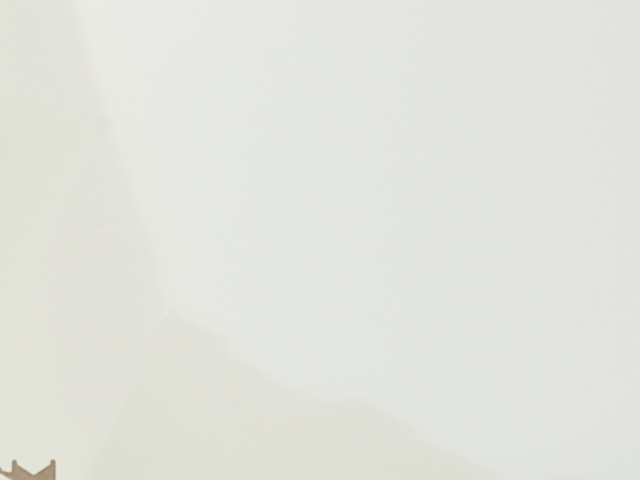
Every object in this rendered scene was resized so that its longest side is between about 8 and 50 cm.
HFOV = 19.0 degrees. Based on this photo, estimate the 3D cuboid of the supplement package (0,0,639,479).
[{"bbox_3d":[0.000,0.000,0.592,0.262,0.198,0.199,109,-20,-80],"label":"supplement package"}]
